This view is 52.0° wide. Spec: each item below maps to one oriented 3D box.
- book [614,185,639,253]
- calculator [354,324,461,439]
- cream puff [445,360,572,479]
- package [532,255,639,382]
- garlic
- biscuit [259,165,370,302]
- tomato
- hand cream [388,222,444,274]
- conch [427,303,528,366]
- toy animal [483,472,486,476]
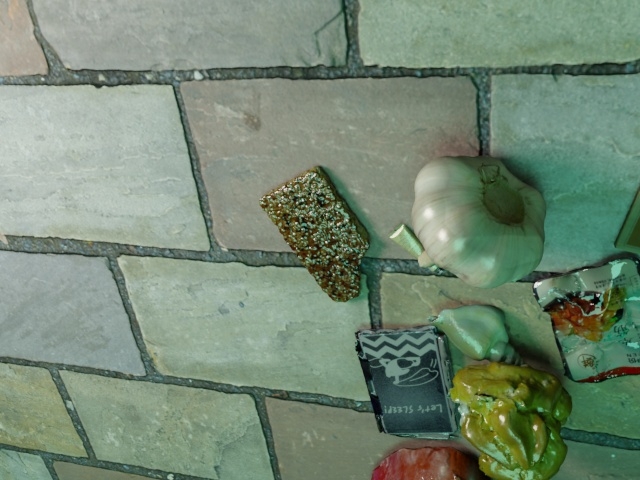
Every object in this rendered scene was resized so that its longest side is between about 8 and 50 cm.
[{"bbox_3d":[0.542,-0.029,0.868,0.242,0.018,0.170,14,126,10],"label":"book"},{"bbox_3d":[0.163,0.265,1.194,0.166,0.028,0.274,-4,123,18],"label":"calculator"},{"bbox_3d":[0.314,0.298,1.048,0.195,0.194,0.221,-10,147,25],"label":"cream puff"},{"bbox_3d":[0.432,0.131,1.002,0.166,0.040,0.232,-15,117,26],"label":"package"},{"bbox_3d":[0.187,-0.007,0.920,0.199,0.199,0.226,36,145,-6],"label":"garlic"},{"bbox_3d":[0.011,0.000,1.069,0.131,0.026,0.237,-24,111,32],"label":"biscuit"},{"bbox_3d":[0.212,0.552,1.277,0.309,0.170,0.309,9,123,13],"label":"tomato"},{"bbox_3d":[0.155,0.015,1.034,0.102,0.022,0.035,41,125,-3],"label":"hand cream"},{"bbox_3d":[0.262,0.156,1.061,0.180,0.065,0.088,29,127,2],"label":"conch"},{"bbox_3d":[0.357,0.422,1.218,0.108,0.062,0.220,-2,124,42],"label":"toy animal"}]
